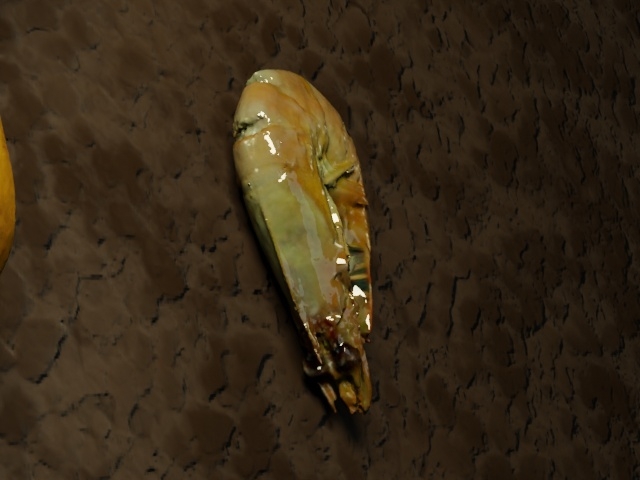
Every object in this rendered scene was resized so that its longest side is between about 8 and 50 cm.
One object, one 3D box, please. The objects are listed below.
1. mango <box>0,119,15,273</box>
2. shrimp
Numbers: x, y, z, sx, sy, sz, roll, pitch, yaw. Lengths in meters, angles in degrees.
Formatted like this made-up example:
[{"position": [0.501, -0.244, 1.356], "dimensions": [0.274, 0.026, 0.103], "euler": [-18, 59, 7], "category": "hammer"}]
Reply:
[{"position": [-0.281, -0.104, 0.822], "dimensions": [0.199, 0.201, 0.350], "euler": [-31, 105, -17], "category": "mango"}, {"position": [0.001, 0.000, 1.181], "dimensions": [0.145, 0.061, 0.267], "euler": [13, 57, -57], "category": "shrimp"}]
